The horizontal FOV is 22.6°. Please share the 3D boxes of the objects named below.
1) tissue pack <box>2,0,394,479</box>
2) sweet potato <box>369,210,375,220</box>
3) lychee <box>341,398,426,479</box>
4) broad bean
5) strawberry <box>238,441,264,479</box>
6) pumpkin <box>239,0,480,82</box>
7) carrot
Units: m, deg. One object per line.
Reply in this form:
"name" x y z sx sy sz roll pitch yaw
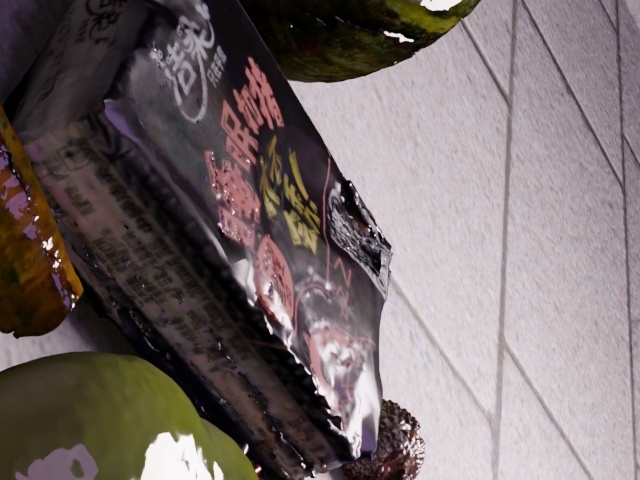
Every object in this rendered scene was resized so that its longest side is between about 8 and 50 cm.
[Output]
"tissue pack" -0.070 -0.025 1.061 0.332 0.123 0.245 55 28 -32
"sweet potato" 0.000 0.000 1.285 0.068 0.060 0.206 44 27 20
"lychee" 0.048 0.164 1.257 0.067 0.068 0.083 0 47 -23
"broad bean" -0.127 0.166 0.758 0.291 0.119 0.238 -26 126 -56
"strawberry" -0.079 0.178 0.953 0.192 0.085 0.140 29 50 -55
"pumpkin" -0.007 -0.272 1.163 0.192 0.321 0.320 -19 91 -66
"carrot" -0.206 -0.061 0.867 0.260 0.070 0.070 65 24 -21
